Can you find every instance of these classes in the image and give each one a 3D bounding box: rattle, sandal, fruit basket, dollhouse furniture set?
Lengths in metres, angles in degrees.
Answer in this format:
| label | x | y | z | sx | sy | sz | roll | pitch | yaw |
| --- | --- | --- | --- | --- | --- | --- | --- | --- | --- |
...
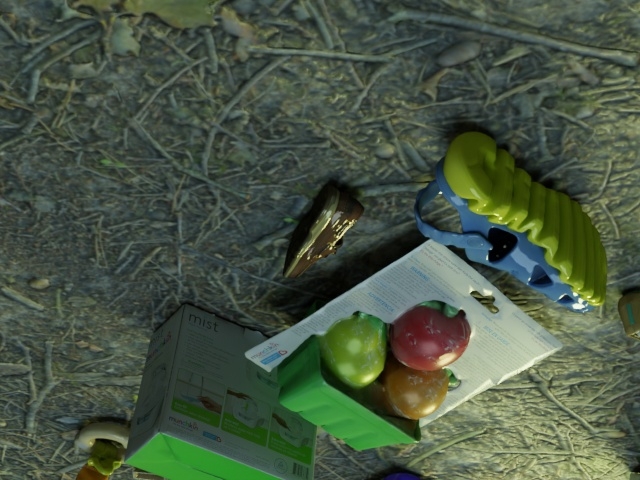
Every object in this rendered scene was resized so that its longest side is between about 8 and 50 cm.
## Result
| label | x | y | z | sx | sy | sz | roll | pitch | yaw |
| --- | --- | --- | --- | --- | --- | --- | --- | --- | --- |
| rattle | -0.366 | 0.394 | 1.894 | 0.199 | 0.143 | 0.130 | -13 | 120 | 32 |
| sandal | 0.238 | -0.010 | 1.320 | 0.317 | 0.126 | 0.138 | 38 | 136 | -23 |
| fruit basket | 0.122 | 0.154 | 1.542 | 0.353 | 0.165 | 0.327 | -38 | 126 | 23 |
| dollhouse furniture set | -0.312 | 0.493 | 2.051 | 0.114 | 0.081 | 0.091 | 6 | 142 | 0 |

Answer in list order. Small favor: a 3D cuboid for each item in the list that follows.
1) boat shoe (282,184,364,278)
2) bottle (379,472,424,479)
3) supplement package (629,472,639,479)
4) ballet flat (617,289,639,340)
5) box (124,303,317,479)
| label | x | y | z | sx | sy | sz | roll | pitch | yaw |
| --- | --- | --- | --- | --- | --- | --- | --- | --- | --- |
| boat shoe | 0.000 | -0.001 | 1.397 | 0.060 | 0.064 | 0.178 | 20 | 137 | -14 |
| bottle | 0.102 | 0.541 | 2.049 | 0.118 | 0.092 | 0.283 | 25 | 138 | -21 |
| supplement package | 0.684 | 0.519 | 1.806 | 0.262 | 0.198 | 0.199 | 7 | 172 | -1 |
| ballet flat | 0.509 | 0.152 | 1.515 | 0.232 | 0.073 | 0.080 | 29 | 137 | -27 |
| box | -0.139 | 0.258 | 1.609 | 0.262 | 0.231 | 0.127 | 26 | 135 | -24 |
